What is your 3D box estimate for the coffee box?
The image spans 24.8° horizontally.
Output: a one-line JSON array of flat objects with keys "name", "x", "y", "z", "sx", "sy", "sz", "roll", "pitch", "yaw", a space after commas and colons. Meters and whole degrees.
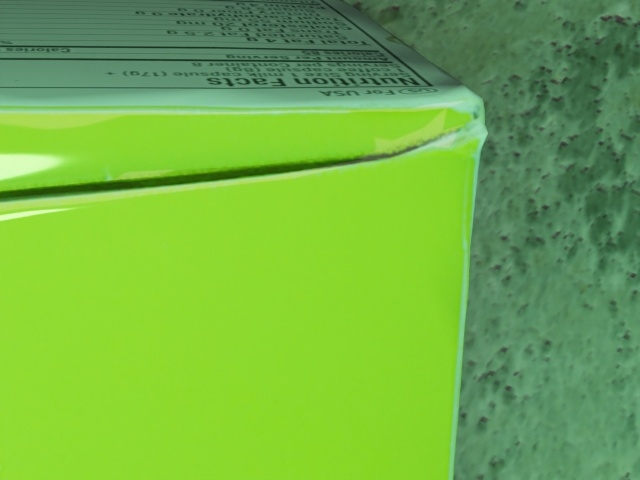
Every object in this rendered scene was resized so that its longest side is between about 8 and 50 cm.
[{"name": "coffee box", "x": -0.157, "y": 0.081, "z": 0.515, "sx": 0.338, "sy": 0.338, "sz": 0.334, "roll": -1, "pitch": 17, "yaw": -12}]
